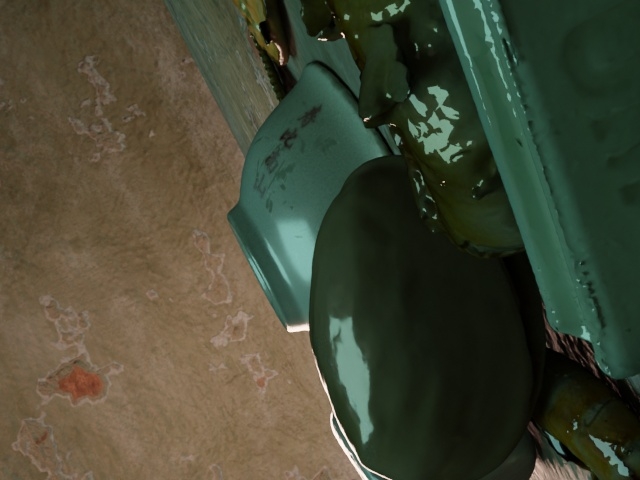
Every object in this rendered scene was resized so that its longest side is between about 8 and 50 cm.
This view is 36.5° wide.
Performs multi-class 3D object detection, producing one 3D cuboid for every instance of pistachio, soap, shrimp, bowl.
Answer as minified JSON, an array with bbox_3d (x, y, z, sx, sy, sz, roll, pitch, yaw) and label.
[{"bbox_3d":[0.087,0.071,0.815,0.166,0.197,0.288,-13,-78,-55],"label":"pistachio"},{"bbox_3d":[0.132,-0.051,0.411,0.198,0.114,0.063,65,173,-26],"label":"soap"},{"bbox_3d":[0.221,0.155,0.837,0.152,0.063,0.287,53,178,-30],"label":"shrimp"},{"bbox_3d":[0.000,0.000,1.299,0.435,0.196,0.435,60,174,11],"label":"bowl"}]

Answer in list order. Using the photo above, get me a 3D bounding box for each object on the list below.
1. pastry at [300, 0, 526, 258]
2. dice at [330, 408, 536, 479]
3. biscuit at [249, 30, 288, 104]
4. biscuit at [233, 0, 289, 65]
[{"bbox_3d":[0.072,-0.096,0.554,0.236,0.120,0.257,64,-175,16],"label":"pastry"},{"bbox_3d":[0.139,0.251,1.195,0.193,0.194,0.192,54,171,31],"label":"dice"},{"bbox_3d":[-0.058,-0.221,1.520,0.144,0.016,0.203,58,-171,-61],"label":"biscuit"},{"bbox_3d":[-0.097,-0.350,1.327,0.260,0.041,0.203,78,166,-65],"label":"biscuit"}]
